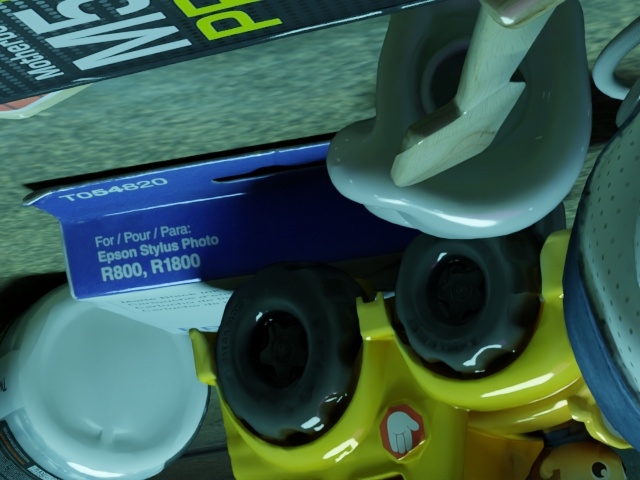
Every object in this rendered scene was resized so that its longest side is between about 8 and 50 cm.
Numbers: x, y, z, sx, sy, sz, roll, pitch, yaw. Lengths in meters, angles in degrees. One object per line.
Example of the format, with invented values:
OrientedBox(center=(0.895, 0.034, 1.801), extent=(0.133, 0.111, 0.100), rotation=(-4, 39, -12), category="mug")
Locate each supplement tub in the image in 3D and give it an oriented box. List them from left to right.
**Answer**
OrientedBox(center=(-0.147, 0.093, 1.137), extent=(0.117, 0.117, 0.190), rotation=(-2, 168, -25), category="supplement tub")

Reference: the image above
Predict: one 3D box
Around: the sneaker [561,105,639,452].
OrientedBox(center=(0.202, -0.042, 0.415), extent=(0.323, 0.130, 0.236), rotation=(-27, 174, -1), category="sneaker")

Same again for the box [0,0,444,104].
OrientedBox(center=(-0.061, -0.091, 0.352), extent=(0.216, 0.060, 0.270), rotation=(-13, 169, 8), category="box")

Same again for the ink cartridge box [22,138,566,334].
OrientedBox(center=(0.000, 0.000, 0.932), extent=(0.223, 0.045, 0.224), rotation=(-9, 169, 12), category="ink cartridge box")

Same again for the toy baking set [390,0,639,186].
OrientedBox(center=(0.112, -0.075, 0.437), extent=(0.256, 0.030, 0.197), rotation=(-32, 167, 15), category="toy baking set")

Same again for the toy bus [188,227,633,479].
OrientedBox(center=(0.066, 0.105, 0.848), extent=(0.220, 0.211, 0.149), rotation=(-18, 161, 36), category="toy bus")

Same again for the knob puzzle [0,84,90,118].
OrientedBox(center=(-0.138, -0.054, 0.611), extent=(0.213, 0.030, 0.213), rotation=(-7, 169, -1), category="knob puzzle")

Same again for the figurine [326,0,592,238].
OrientedBox(center=(0.110, -0.042, 0.697), extent=(0.215, 0.092, 0.209), rotation=(-6, 173, 1), category="figurine")
